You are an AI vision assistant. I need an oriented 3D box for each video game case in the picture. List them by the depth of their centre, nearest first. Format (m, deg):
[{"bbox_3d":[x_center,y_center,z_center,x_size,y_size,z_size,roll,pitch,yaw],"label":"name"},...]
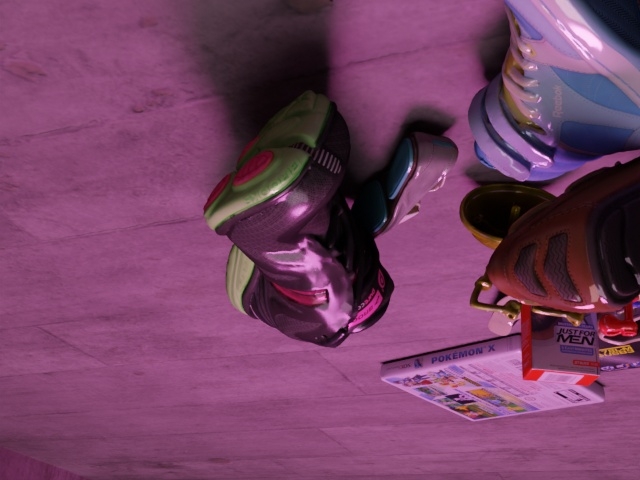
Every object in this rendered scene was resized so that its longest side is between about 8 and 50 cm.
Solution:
[{"bbox_3d":[0.331,0.272,1.587,0.300,0.036,0.329,-19,145,37],"label":"video game case"}]

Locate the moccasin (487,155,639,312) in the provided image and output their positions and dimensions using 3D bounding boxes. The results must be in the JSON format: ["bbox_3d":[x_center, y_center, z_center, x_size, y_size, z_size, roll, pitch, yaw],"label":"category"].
[{"bbox_3d":[0.309,-0.016,0.812,0.380,0.139,0.147,-26,-168,-38],"label":"moccasin"}]

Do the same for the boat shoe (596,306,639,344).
[{"bbox_3d":[0.518,0.088,1.106,0.302,0.103,0.113,-9,139,30],"label":"boat shoe"}]

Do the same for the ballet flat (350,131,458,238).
[{"bbox_3d":[0.098,-0.054,0.970,0.068,0.072,0.213,2,155,-19],"label":"ballet flat"}]

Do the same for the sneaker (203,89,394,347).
[{"bbox_3d":[0.000,0.000,0.921,0.202,0.185,0.483,33,164,10],"label":"sneaker"}]

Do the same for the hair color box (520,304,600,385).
[{"bbox_3d":[0.324,0.107,1.132,0.093,0.167,0.053,5,153,-1],"label":"hair color box"}]

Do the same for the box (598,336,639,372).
[{"bbox_3d":[0.469,0.164,1.351,0.191,0.045,0.184,-13,150,29],"label":"box"}]

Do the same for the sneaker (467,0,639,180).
[{"bbox_3d":[0.183,-0.146,0.723,0.208,0.127,0.319,-23,141,39],"label":"sneaker"}]

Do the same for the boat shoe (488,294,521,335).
[{"bbox_3d":[0.293,0.101,1.263,0.049,0.042,0.133,29,152,8],"label":"boat shoe"}]

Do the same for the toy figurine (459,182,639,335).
[{"bbox_3d":[0.348,0.053,1.021,0.363,0.191,0.217,2,157,7],"label":"toy figurine"}]
